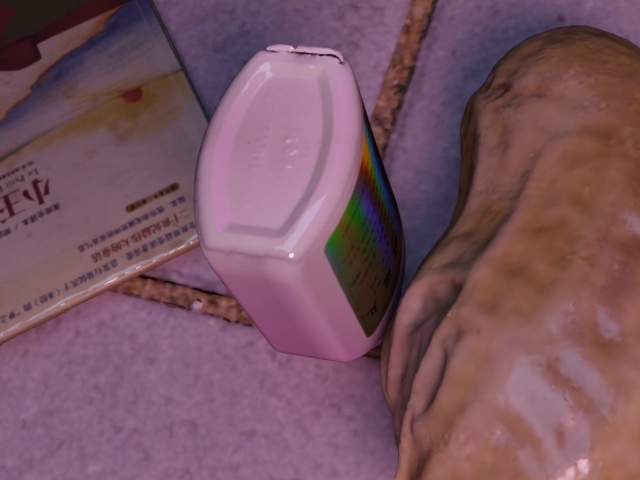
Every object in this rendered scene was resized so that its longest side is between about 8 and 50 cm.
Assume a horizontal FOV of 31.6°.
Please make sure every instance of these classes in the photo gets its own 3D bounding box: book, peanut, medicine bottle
[{"bbox_3d":[-0.186,-0.085,0.790,0.201,0.026,0.289,-27,63,-3],"label":"book"},{"bbox_3d":[0.135,0.031,0.605,0.174,0.158,0.340,-9,50,57],"label":"peanut"},{"bbox_3d":[0.000,0.000,0.606,0.078,0.219,0.115,6,68,15],"label":"medicine bottle"}]
